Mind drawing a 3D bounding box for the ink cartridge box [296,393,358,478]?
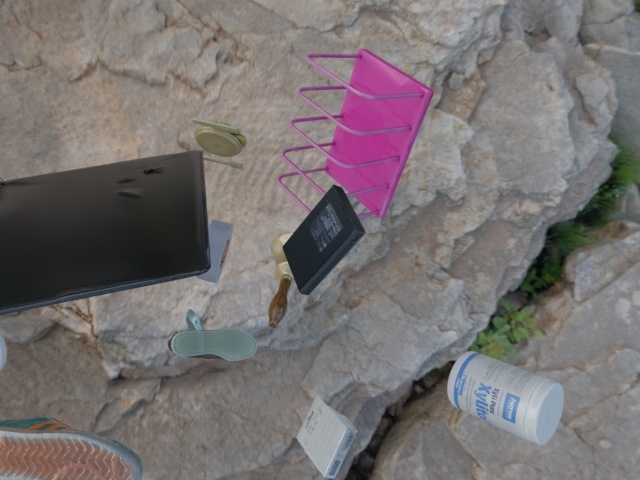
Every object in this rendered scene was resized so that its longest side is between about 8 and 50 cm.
[{"bbox_3d":[0.014,0.526,1.390,0.045,0.179,0.146,24,92,-28],"label":"ink cartridge box"}]

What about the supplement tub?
[{"bbox_3d":[0.204,0.172,0.572,0.070,0.107,0.071,-10,106,-41],"label":"supplement tub"}]

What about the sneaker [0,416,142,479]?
[{"bbox_3d":[-0.430,0.347,0.848,0.301,0.121,0.108,11,86,1],"label":"sneaker"}]

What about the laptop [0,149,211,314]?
[{"bbox_3d":[-0.318,0.077,0.572,0.236,0.382,0.408,22,107,-21],"label":"laptop"}]

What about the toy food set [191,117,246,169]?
[{"bbox_3d":[-0.248,-0.251,1.280,0.132,0.192,0.039,14,68,0],"label":"toy food set"}]

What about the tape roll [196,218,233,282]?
[{"bbox_3d":[-0.373,0.038,1.818,0.072,0.219,0.220,16,92,-4],"label":"tape roll"}]

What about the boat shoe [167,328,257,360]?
[{"bbox_3d":[-0.277,0.267,1.325,0.227,0.068,0.081,11,75,-30],"label":"boat shoe"}]

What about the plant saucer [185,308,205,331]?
[{"bbox_3d":[-0.384,0.268,1.578,0.021,0.119,0.120,-28,101,-29],"label":"plant saucer"}]

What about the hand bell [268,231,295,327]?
[{"bbox_3d":[-0.082,0.105,1.179,0.126,0.242,0.126,6,131,7],"label":"hand bell"}]

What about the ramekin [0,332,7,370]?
[{"bbox_3d":[-0.823,0.249,1.132,0.206,0.109,0.207,4,112,10],"label":"ramekin"}]

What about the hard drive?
[{"bbox_3d":[0.000,0.000,0.732,0.022,0.094,0.135,15,128,-40],"label":"hard drive"}]

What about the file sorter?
[{"bbox_3d":[0.048,-0.204,1.029,0.182,0.202,0.291,-15,137,-38],"label":"file sorter"}]
